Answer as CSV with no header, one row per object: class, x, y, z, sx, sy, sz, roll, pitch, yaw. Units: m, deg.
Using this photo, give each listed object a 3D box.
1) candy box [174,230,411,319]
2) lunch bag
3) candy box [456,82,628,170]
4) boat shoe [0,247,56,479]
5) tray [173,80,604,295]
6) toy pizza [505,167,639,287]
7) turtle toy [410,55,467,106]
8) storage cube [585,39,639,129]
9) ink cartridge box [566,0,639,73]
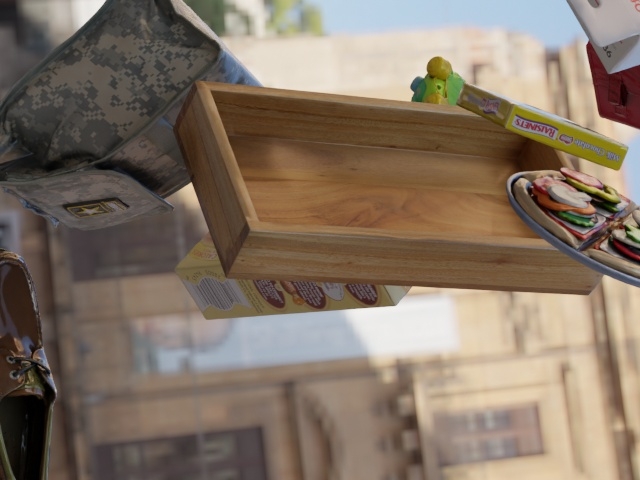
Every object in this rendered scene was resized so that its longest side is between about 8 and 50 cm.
candy box,0.000,0.000,2.286,0.316,0.183,0.087,-5,-56,44
lunch bag,-0.217,-0.126,2.128,0.169,0.287,0.235,48,2,17
candy box,0.185,-0.099,1.664,0.206,0.105,0.027,-127,-121,-79
boat shoe,-0.343,0.160,2.201,0.104,0.111,0.307,-2,-90,49
tray,0.075,-0.047,1.927,0.076,0.411,0.203,-62,-143,39
toy pizza,0.260,-0.017,1.729,0.032,0.201,0.201,-66,-154,22
turtle toy,0.129,-0.130,2.103,0.066,0.095,0.130,-18,-129,36
storage cube,0.490,-0.254,2.617,0.215,0.193,0.183,-60,154,-21
ink cartridge box,0.279,-0.219,1.676,0.115,0.198,0.067,63,-27,18
